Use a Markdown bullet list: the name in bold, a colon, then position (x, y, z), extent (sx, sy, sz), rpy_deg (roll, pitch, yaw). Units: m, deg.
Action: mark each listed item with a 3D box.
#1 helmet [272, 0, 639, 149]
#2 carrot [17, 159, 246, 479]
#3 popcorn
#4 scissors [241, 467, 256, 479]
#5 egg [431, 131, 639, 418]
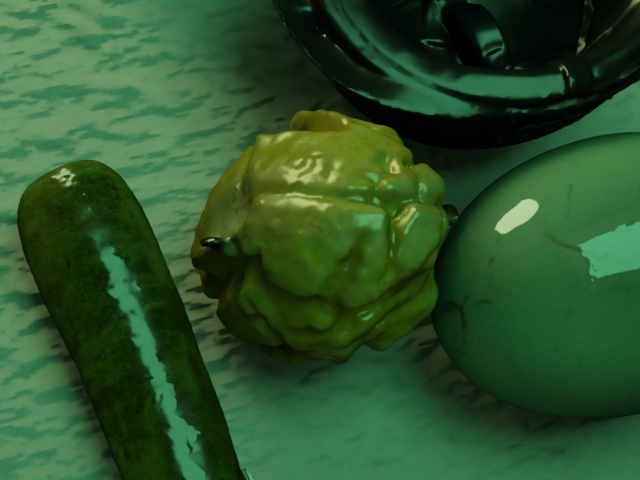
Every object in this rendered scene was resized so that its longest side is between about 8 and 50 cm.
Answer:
- **helmet**: position (0.088, -0.151, 1.210), extent (0.279, 0.160, 0.230), rpy_deg (-28, 77, -20)
- **carrot**: position (-0.081, 0.119, 1.044), extent (0.074, 0.074, 0.358), rpy_deg (-13, 70, -29)
- **popcorn**: position (0.000, 0.000, 1.094), extent (0.152, 0.167, 0.148), rpy_deg (20, 93, -34)
- **scissors**: position (-0.008, 0.176, 1.077), extent (0.058, 0.014, 0.119), rpy_deg (-32, 82, -38)
- **egg**: position (0.173, 0.021, 1.146), extent (0.231, 0.168, 0.168), rpy_deg (-12, 69, -23)
